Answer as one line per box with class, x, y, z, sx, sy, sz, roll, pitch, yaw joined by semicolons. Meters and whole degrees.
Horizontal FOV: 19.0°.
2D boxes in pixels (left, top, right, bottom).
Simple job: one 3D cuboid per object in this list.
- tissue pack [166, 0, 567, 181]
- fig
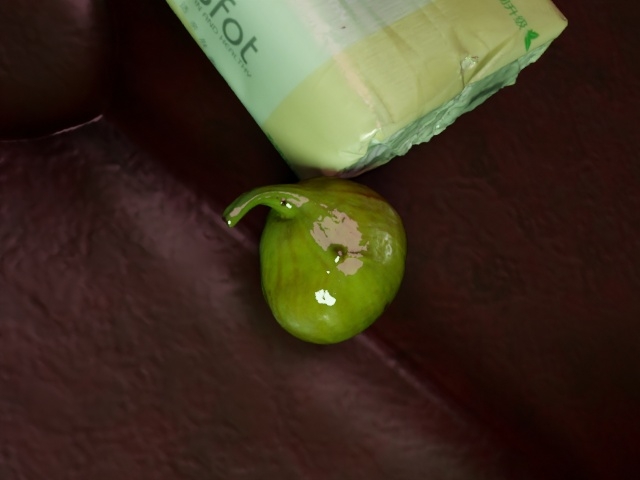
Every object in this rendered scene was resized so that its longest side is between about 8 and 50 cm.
tissue pack;0.007;-0.156;1.061;0.186;0.090;0.222;-30;83;-36
fig;0.000;0.000;0.982;0.084;0.082;0.098;-35;123;-7
